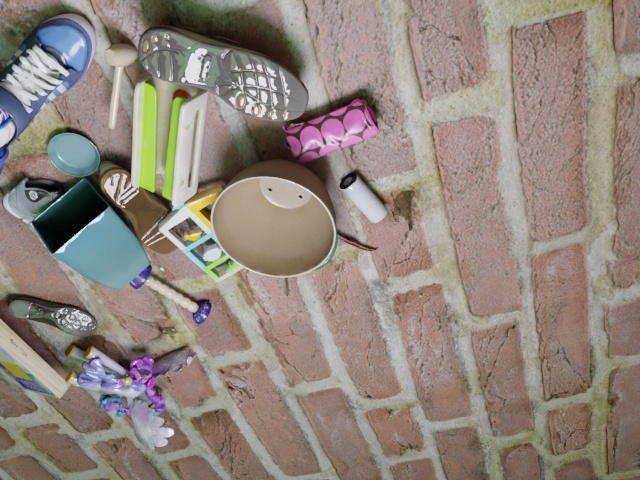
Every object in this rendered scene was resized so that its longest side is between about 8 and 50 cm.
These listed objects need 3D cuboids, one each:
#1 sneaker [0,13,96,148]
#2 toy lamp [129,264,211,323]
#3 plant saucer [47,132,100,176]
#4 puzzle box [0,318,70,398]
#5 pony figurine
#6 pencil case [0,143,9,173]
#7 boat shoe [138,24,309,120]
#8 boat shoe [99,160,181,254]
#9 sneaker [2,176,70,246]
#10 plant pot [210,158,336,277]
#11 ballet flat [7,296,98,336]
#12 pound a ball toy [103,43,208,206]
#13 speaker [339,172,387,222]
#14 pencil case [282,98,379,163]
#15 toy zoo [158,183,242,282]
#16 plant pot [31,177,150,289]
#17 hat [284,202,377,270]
[{"bbox_3d":[-0.597,-0.301,1.235,0.323,0.236,0.130,-30,124,22],"label":"sneaker"},{"bbox_3d":[-0.430,0.137,1.702,0.275,0.080,0.080,35,121,-29],"label":"toy lamp"},{"bbox_3d":[-0.581,-0.207,1.451,0.119,0.021,0.119,-1,129,-1],"label":"plant saucer"},{"bbox_3d":[-0.942,0.304,1.775,0.272,0.052,0.409,2,135,31],"label":"puzzle box"},{"bbox_3d":[-0.569,0.436,1.853,0.363,0.303,0.351,34,153,-29],"label":"pony figurine"},{"bbox_3d":[-0.834,-0.126,1.450,0.119,0.133,0.306,-5,142,-46],"label":"pencil case"},{"bbox_3d":[-0.188,-0.362,1.265,0.355,0.130,0.132,21,122,-16],"label":"boat shoe"},{"bbox_3d":[-0.443,-0.082,1.526,0.104,0.089,0.285,-33,129,-8],"label":"boat shoe"},{"bbox_3d":[-0.658,-0.071,1.523,0.132,0.086,0.229,-38,120,24],"label":"sneaker"},{"bbox_3d":[-0.094,-0.081,1.445,0.284,0.191,0.284,5,129,6],"label":"plant pot"},{"bbox_3d":[-0.773,0.217,1.779,0.250,0.058,0.084,18,92,-22],"label":"ballet flat"},{"bbox_3d":[-0.358,-0.264,1.362,0.208,0.136,0.319,25,129,11],"label":"pound a ball toy"},{"bbox_3d":[0.109,-0.104,1.527,0.055,0.055,0.136,-32,124,23],"label":"speaker"},{"bbox_3d":[0.024,-0.250,1.388,0.209,0.095,0.098,-20,103,12],"label":"pencil case"},{"bbox_3d":[-0.270,-0.024,1.556,0.192,0.030,0.293,-30,133,9],"label":"toy zoo"},{"bbox_3d":[-0.543,0.006,1.508,0.166,0.165,0.234,-43,138,-10],"label":"plant pot"},{"bbox_3d":[0.000,0.000,1.629,0.173,0.183,0.208,-44,75,16],"label":"hat"}]
